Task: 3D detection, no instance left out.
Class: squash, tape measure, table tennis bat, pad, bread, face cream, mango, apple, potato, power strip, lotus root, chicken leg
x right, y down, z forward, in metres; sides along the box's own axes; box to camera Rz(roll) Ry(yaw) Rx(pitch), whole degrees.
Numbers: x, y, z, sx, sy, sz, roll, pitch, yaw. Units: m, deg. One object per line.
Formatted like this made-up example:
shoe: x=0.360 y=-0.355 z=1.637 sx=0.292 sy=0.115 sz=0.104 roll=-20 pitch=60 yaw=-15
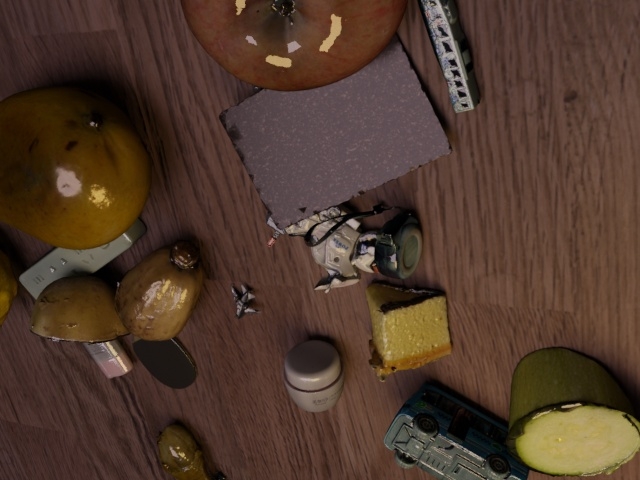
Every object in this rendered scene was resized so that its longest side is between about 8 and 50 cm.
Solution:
squash: x=0.419 y=0.296 z=1.502 sx=0.220 sy=0.133 sz=0.220 roll=6 pitch=129 yaw=8
tape measure: x=0.073 y=0.005 z=1.482 sx=0.179 sy=0.104 sz=0.107 roll=3 pitch=125 yaw=17
table tennis bat: x=-0.359 y=0.219 z=1.921 sx=0.138 sy=0.022 sz=0.247 roll=-29 pitch=104 yaw=39
pad: x=0.017 y=-0.169 z=1.414 sx=0.330 sy=0.004 sz=0.220 roll=-23 pitch=99 yaw=26
bread: x=0.149 y=0.148 z=1.567 sx=0.152 sy=0.127 sz=0.147 roll=-8 pitch=119 yaw=-5
face cream: x=-0.011 y=0.252 z=1.686 sx=0.117 sy=0.117 sz=0.104 roll=12 pitch=132 yaw=22
face cream: x=-0.483 y=0.207 z=1.960 sx=0.084 sy=0.057 sz=0.198 roll=-15 pitch=113 yaw=36
mango: x=-0.488 y=-0.125 z=1.645 sx=0.444 sy=0.220 sz=0.302 roll=-6 pitch=108 yaw=43
apple: x=-0.039 y=-0.352 z=1.211 sx=0.344 sy=0.269 sz=0.345 roll=13 pitch=125 yaw=20
potato: x=-0.476 y=0.128 z=1.814 sx=0.202 sy=0.182 sz=0.117 roll=5 pitch=98 yaw=-12
power strip: x=-0.484 y=0.027 z=1.840 sx=0.385 sy=0.062 sz=0.091 roll=-30 pitch=106 yaw=39
lotus root: x=-0.314 y=0.104 z=1.745 sx=0.154 sy=0.140 sz=0.257 roll=33 pitch=125 yaw=-2
chicken leg: x=-0.291 y=0.507 z=2.035 sx=0.103 sy=0.088 sz=0.228 roll=-25 pitch=112 yaw=28

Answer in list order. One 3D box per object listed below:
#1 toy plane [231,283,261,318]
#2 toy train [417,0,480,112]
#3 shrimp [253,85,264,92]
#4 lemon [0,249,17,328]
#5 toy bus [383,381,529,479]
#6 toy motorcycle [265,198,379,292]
toy plane: x=-0.148 y=0.123 z=1.735 sx=0.078 sy=0.031 sz=0.083 roll=41 pitch=130 yaw=20
toy train: x=0.179 y=-0.285 z=1.280 sx=0.047 sy=0.043 sz=0.208 roll=-9 pitch=115 yaw=31
shrimp: x=-0.086 y=-0.276 z=1.447 sx=0.038 sy=0.029 sz=0.092 roll=49 pitch=125 yaw=4
lemon: x=-0.781 y=0.086 z=1.936 sx=0.233 sy=0.233 sz=0.288 roll=-22 pitch=105 yaw=37
toy bus: x=0.246 y=0.362 z=1.602 sx=0.246 sy=0.134 sz=0.114 roll=29 pitch=132 yaw=9
toy motorcycle: x=0.000 y=0.000 z=1.536 sx=0.221 sy=0.102 sz=0.150 roll=36 pitch=110 yaw=0
